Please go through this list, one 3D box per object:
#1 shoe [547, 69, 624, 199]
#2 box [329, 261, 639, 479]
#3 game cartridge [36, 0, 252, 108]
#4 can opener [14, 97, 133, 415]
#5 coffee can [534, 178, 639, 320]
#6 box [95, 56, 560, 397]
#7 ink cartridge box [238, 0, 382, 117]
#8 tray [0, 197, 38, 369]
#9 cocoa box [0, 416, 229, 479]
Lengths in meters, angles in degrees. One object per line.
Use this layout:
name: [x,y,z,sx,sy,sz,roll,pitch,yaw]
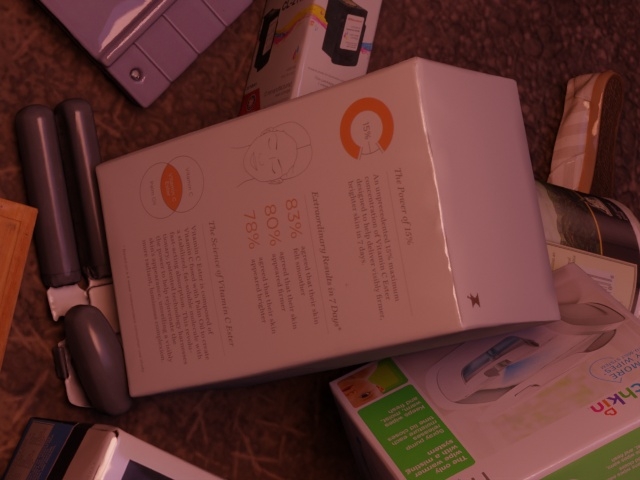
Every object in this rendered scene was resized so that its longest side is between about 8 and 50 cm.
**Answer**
shoe: [0.286,-0.080,1.657,0.076,0.058,0.219,22,77,-57]
box: [0.177,0.170,1.307,0.262,0.231,0.126,-25,122,-9]
game cartridge: [-0.197,-0.319,1.337,0.230,0.068,0.355,-44,117,-2]
can opener: [-0.206,0.015,1.341,0.076,0.095,0.283,-13,97,-30]
coffee can: [0.155,0.026,1.484,0.275,0.201,0.201,14,79,-28]
box: [0.000,0.000,1.285,0.168,0.345,0.215,1,77,-54]
ink cartridge box: [-0.010,-0.183,1.453,0.072,0.127,0.175,18,76,-24]
tray: [-0.382,0.146,1.245,0.203,0.076,0.411,16,78,-27]
cocoa box: [-0.116,0.323,1.286,0.347,0.228,0.231,30,73,-24]
